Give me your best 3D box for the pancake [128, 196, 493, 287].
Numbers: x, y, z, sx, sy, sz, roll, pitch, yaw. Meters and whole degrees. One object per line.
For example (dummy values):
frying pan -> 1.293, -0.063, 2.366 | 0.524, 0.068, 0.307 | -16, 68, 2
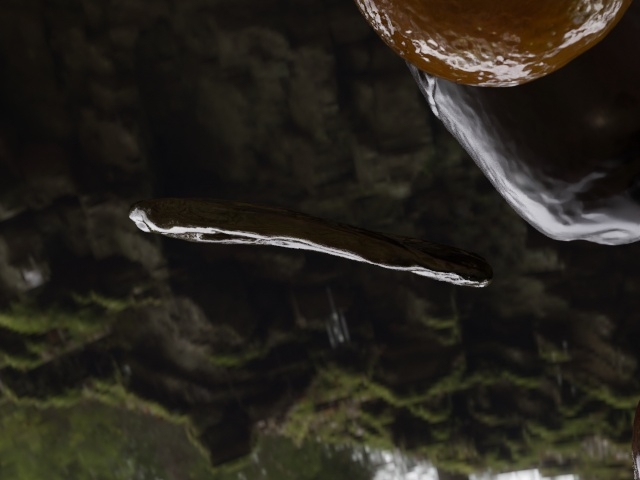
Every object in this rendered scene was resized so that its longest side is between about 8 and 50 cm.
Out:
pancake -> 0.000, -0.001, 0.998 | 0.250, 0.250, 0.031 | 9, -91, 24

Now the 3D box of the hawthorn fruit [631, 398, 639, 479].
hawthorn fruit -> 0.329, 0.126, 1.067 | 0.190, 0.189, 0.251 | 18, -103, 31

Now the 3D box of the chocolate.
chocolate -> 0.308, -0.175, 1.514 | 0.384, 0.383, 0.331 | -28, -117, -15

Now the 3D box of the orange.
orange -> 0.095, -0.174, 0.809 | 0.178, 0.155, 0.177 | -6, -113, 15
